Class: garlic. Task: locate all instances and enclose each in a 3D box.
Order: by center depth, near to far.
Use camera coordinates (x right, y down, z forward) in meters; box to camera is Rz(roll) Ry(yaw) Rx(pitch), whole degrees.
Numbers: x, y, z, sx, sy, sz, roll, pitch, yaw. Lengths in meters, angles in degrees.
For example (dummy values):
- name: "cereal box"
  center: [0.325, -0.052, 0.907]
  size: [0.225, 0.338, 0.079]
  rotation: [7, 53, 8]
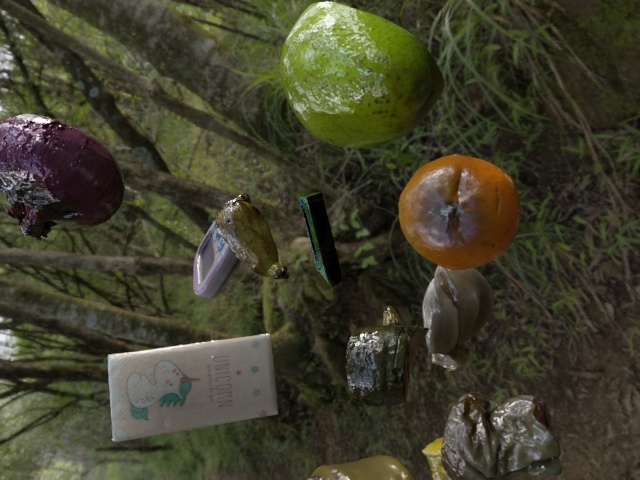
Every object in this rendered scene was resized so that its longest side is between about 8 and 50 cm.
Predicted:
- name: "garlic"
  center: [0.406, 0.202, 1.580]
  size: [0.279, 0.132, 0.325]
  rotation: [-19, -63, -49]

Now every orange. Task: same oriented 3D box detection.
- name: "orange"
  center: [0.257, -0.054, 1.008]
  size: [0.170, 0.224, 0.224]
  rotation: [-10, -61, -68]

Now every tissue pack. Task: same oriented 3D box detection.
- name: "tissue pack"
  center: [-0.256, 0.294, 1.100]
  size: [0.071, 0.325, 0.170]
  rotation: [144, 119, -73]

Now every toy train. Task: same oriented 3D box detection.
- name: "toy train"
  center: [0.000, 0.000, 1.201]
  size: [0.042, 0.044, 0.209]
  rotation: [2, 109, 56]

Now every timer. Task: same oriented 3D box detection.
- name: "timer"
  center: [-0.247, 0.034, 1.322]
  size: [0.191, 0.069, 0.208]
  rotation: [-54, 29, 21]

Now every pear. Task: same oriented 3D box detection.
- name: "pear"
  center: [0.103, -0.316, 1.139]
  size: [0.318, 0.342, 0.239]
  rotation: [21, 78, 50]

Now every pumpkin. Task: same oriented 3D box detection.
- name: "pumpkin"
  center: [0.141, 0.215, 1.124]
  size: [0.248, 0.130, 0.126]
  rotation: [-61, -40, -54]

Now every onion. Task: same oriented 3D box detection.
- name: "onion"
  center: [-0.228, -0.051, 0.459]
  size: [0.115, 0.115, 0.105]
  rotation: [133, 157, -72]

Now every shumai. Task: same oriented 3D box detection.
- name: "shumai"
  center: [0.311, 0.366, 0.922]
  size: [0.184, 0.185, 0.218]
  rotation: [-49, -38, -44]

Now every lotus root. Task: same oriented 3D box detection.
- name: "lotus root"
  center: [-0.133, 0.005, 1.055]
  size: [0.094, 0.191, 0.108]
  rotation: [-32, -6, 20]

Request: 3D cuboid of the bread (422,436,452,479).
- name: "bread"
  center: [0.350, 0.546, 1.292]
  size: [0.197, 0.197, 0.171]
  rotation: [117, 152, -55]

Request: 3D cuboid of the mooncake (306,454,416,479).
- name: "mooncake"
  center: [0.108, 0.668, 1.138]
  size: [0.394, 0.246, 0.393]
  rotation: [-178, 82, -68]
